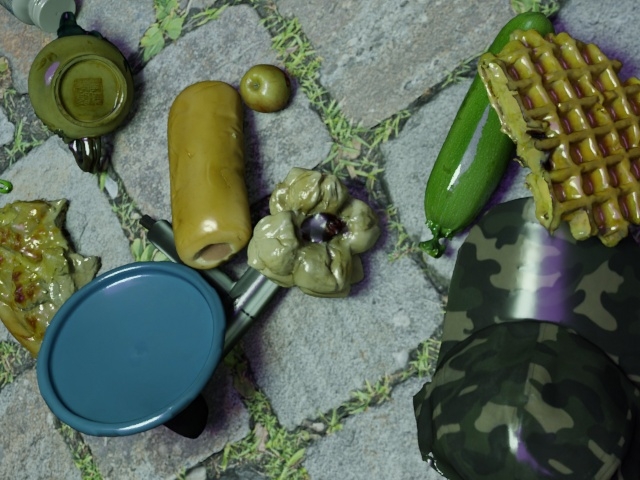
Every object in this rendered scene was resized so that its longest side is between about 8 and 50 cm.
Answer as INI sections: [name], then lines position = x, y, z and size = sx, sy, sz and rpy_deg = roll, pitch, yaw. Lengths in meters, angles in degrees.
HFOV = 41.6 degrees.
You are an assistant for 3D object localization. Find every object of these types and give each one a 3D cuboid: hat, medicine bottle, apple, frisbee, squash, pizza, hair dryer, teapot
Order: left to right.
[medicine bottle]
position = -0.532, -0.457, 1.517
size = 0.191, 0.107, 0.107
rpy_deg = 40, 99, 20
[pizza]
position = -0.510, 0.039, 1.469
size = 0.223, 0.089, 0.323
rpy_deg = -37, 73, 17
[teapot]
position = -0.414, -0.251, 1.437
size = 0.183, 0.173, 0.269
rpy_deg = 29, 125, 55
[frisbee]
position = -0.273, 0.158, 1.238
size = 0.290, 0.049, 0.289
rpy_deg = -6, 54, 9
[hair dryer]
position = -0.212, 0.111, 1.361
size = 0.284, 0.156, 0.320
rpy_deg = 26, 81, 41
[apple]
position = -0.089, -0.243, 1.342
size = 0.084, 0.071, 0.083
rpy_deg = -3, 83, 21
[squash]
position = 0.232, -0.151, 1.196
size = 0.101, 0.101, 0.378
rpy_deg = 28, 95, 21
[hat]
position = 0.281, 0.145, 1.097
size = 0.367, 0.257, 0.381
rpy_deg = 1, 103, 20

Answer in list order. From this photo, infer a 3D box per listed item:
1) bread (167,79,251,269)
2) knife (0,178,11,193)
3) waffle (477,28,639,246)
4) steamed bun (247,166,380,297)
[bread]
position = -0.181, -0.110, 1.312
size = 0.142, 0.091, 0.305
rpy_deg = -29, 57, 35
[knife]
position = -0.658, -0.130, 1.581
size = 0.212, 0.015, 0.054
rpy_deg = 17, 83, 23
[waffle]
position = 0.332, -0.140, 1.097
size = 0.310, 0.065, 0.283
rpy_deg = 28, 68, -8
[steamed bun]
position = 0.000, 0.000, 1.235
size = 0.192, 0.106, 0.177
rpy_deg = 35, 84, -16
